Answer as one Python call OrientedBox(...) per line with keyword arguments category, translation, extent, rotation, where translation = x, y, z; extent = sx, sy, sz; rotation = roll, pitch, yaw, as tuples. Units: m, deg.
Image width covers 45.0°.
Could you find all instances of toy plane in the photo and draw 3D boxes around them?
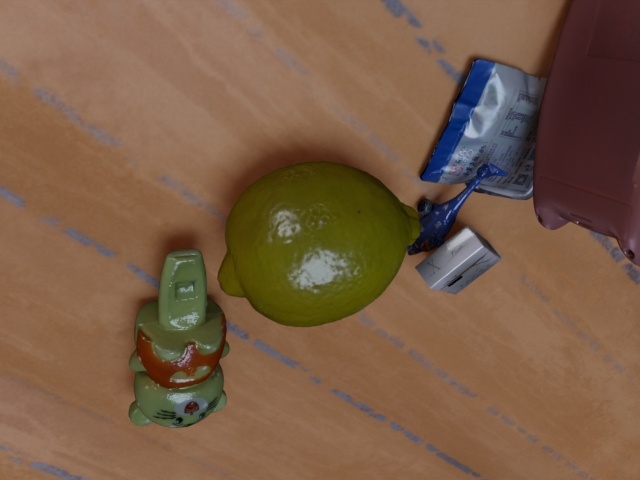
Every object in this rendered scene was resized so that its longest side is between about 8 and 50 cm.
OrientedBox(category="toy plane", translation=(0.165, -0.037, 0.972), extent=(0.054, 0.062, 0.167), rotation=(23, 121, -29))

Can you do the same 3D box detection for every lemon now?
OrientedBox(category="lemon", translation=(0.000, 0.000, 0.879), extent=(0.248, 0.184, 0.184), rotation=(-18, 128, -11))

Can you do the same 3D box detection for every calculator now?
OrientedBox(category="calculator", translation=(0.317, -0.150, 0.825), extent=(0.048, 0.220, 0.330), rotation=(1, 106, -25))

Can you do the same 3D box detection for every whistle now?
OrientedBox(category="whistle", translation=(-0.175, 0.136, 0.971), extent=(0.131, 0.106, 0.289), rotation=(-6, 127, -22))

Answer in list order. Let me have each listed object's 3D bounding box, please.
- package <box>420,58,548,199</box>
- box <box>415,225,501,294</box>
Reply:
OrientedBox(category="package", translation=(0.228, -0.131, 0.955), extent=(0.173, 0.027, 0.171), rotation=(9, 125, -21))
OrientedBox(category="box", translation=(0.182, 0.028, 1.000), extent=(0.084, 0.040, 0.154), rotation=(-37, 162, 13))
